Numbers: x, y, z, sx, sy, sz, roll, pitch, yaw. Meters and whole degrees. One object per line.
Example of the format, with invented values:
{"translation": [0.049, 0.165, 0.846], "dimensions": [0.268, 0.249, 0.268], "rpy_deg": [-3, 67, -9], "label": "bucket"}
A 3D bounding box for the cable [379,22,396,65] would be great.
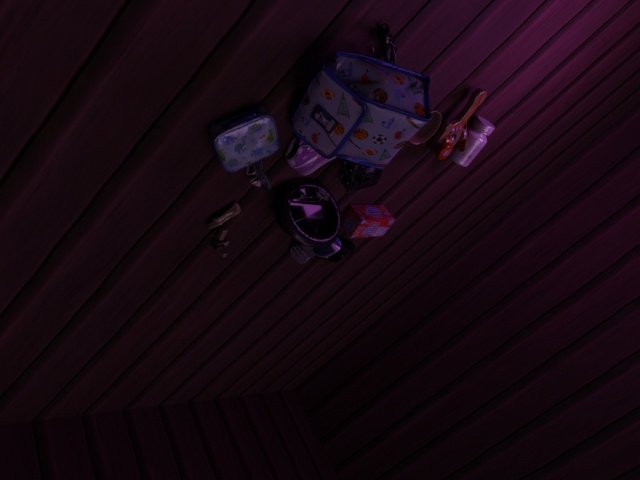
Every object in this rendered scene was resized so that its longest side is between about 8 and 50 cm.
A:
{"translation": [0.235, -0.622, 1.494], "dimensions": [0.047, 0.150, 0.184], "rpy_deg": [-9, 154, 14], "label": "cable"}

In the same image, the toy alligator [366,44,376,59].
{"translation": [0.183, -0.612, 1.553], "dimensions": [0.189, 0.056, 0.051], "rpy_deg": [78, 29, -57], "label": "toy alligator"}

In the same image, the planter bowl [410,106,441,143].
{"translation": [0.410, -0.504, 1.867], "dimensions": [0.162, 0.109, 0.162], "rpy_deg": [-25, 150, -16], "label": "planter bowl"}

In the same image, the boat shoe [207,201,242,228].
{"translation": [-0.386, -0.097, 1.751], "dimensions": [0.153, 0.048, 0.056], "rpy_deg": [-29, -165, 0], "label": "boat shoe"}

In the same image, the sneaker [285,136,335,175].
{"translation": [-0.007, -0.367, 1.671], "dimensions": [0.282, 0.102, 0.161], "rpy_deg": [-39, 147, 10], "label": "sneaker"}

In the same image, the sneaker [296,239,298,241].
{"translation": [-0.082, -0.069, 2.070], "dimensions": [0.086, 0.064, 0.192], "rpy_deg": [-25, 155, -15], "label": "sneaker"}

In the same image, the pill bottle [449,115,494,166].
{"translation": [0.744, -0.491, 2.193], "dimensions": [0.131, 0.131, 0.229], "rpy_deg": [-4, 139, -42], "label": "pill bottle"}

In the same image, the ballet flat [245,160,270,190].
{"translation": [-0.240, -0.251, 1.641], "dimensions": [0.074, 0.074, 0.203], "rpy_deg": [-27, 144, -12], "label": "ballet flat"}

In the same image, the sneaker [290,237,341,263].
{"translation": [-0.001, 0.000, 2.138], "dimensions": [0.182, 0.127, 0.316], "rpy_deg": [-40, -168, -36], "label": "sneaker"}

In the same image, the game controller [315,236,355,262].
{"translation": [0.059, 0.045, 2.392], "dimensions": [0.167, 0.067, 0.319], "rpy_deg": [-30, 153, 24], "label": "game controller"}

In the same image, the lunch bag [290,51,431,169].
{"translation": [0.122, -0.429, 1.490], "dimensions": [0.386, 0.238, 0.328], "rpy_deg": [13, 153, -19], "label": "lunch bag"}

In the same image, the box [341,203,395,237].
{"translation": [0.239, -0.101, 2.275], "dimensions": [0.257, 0.122, 0.128], "rpy_deg": [-4, 138, -41], "label": "box"}

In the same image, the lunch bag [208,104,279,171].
{"translation": [-0.251, -0.341, 1.472], "dimensions": [0.219, 0.090, 0.176], "rpy_deg": [-27, 147, -10], "label": "lunch bag"}

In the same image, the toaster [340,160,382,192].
{"translation": [0.185, -0.313, 1.925], "dimensions": [0.186, 0.110, 0.168], "rpy_deg": [-19, 148, -24], "label": "toaster"}

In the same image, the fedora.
{"translation": [-0.071, -0.104, 1.893], "dimensions": [0.334, 0.333, 0.153], "rpy_deg": [-1, 170, -44], "label": "fedora"}

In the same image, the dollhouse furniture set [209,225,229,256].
{"translation": [-0.389, -0.004, 1.858], "dimensions": [0.081, 0.091, 0.114], "rpy_deg": [-19, 148, -53], "label": "dollhouse furniture set"}

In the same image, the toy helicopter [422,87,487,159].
{"translation": [0.642, -0.531, 2.036], "dimensions": [0.235, 0.140, 0.355], "rpy_deg": [-2, 135, -46], "label": "toy helicopter"}
